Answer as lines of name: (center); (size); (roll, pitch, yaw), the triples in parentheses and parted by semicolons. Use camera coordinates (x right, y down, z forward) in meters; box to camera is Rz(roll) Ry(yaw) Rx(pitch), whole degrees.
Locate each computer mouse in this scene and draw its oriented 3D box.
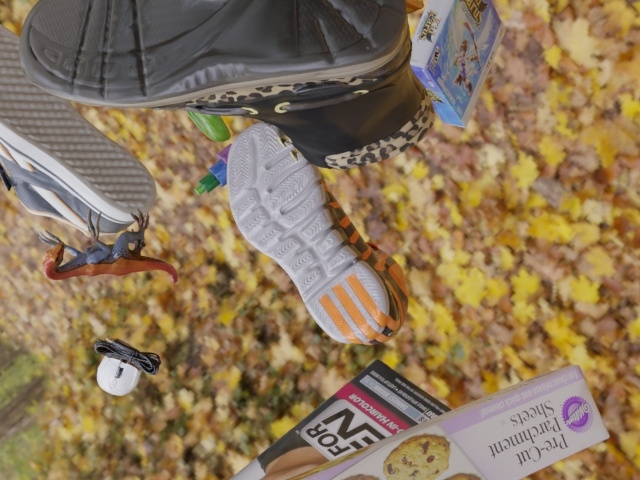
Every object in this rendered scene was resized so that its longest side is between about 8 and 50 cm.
computer mouse: (-0.321, 0.214, 1.558); (0.106, 0.042, 0.193); (23, 149, -7)

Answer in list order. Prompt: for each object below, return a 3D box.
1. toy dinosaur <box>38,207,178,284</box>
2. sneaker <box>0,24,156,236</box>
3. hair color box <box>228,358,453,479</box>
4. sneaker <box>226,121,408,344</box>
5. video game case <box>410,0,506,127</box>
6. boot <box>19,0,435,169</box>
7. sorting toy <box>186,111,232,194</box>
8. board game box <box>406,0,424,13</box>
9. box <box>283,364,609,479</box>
toy dinosaur: (-0.145, 0.010, 0.649); (0.090, 0.082, 0.047); (42, 135, 0)
sneaker: (-0.356, -0.124, 1.192); (0.321, 0.126, 0.127); (47, 136, -11)
hair color box: (-0.001, 0.314, 1.057); (0.185, 0.374, 0.114); (29, 149, 46)
sneaker: (0.000, 0.000, 1.249); (0.321, 0.124, 0.180); (61, -166, 15)
video game case: (0.280, -0.399, 1.981); (0.061, 0.244, 0.269); (17, 169, 30)
boot: (-0.073, -0.163, 0.970); (0.377, 0.138, 0.284); (-4, 167, 17)
sorting toy: (-0.247, -0.206, 1.642); (0.127, 0.126, 0.366); (40, 166, 45)
board game box: (-0.100, -0.457, 1.406); (0.356, 0.356, 0.357); (-17, 93, 19)
box: (0.066, 0.176, 0.722); (0.067, 0.323, 0.063); (70, 156, 9)
